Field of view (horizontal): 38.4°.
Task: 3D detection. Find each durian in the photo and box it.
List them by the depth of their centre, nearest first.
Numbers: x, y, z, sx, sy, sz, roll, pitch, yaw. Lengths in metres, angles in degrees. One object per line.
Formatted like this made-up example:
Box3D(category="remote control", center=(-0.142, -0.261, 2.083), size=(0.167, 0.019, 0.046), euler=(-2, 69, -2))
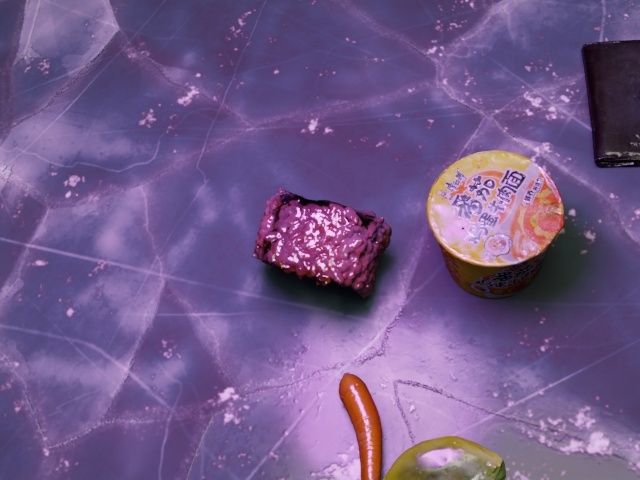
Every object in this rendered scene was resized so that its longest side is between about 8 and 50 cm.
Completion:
Box3D(category="durian", center=(0.211, 0.430, 1.669), size=(0.250, 0.101, 0.139), euler=(-13, 62, 9))

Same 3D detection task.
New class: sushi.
Box3D(category="sushi", center=(0.000, 0.000, 1.862), size=(0.270, 0.236, 0.170), euler=(17, 90, 17))

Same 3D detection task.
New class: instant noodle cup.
Box3D(category="instant noodle cup", center=(0.342, -0.018, 1.831), size=(0.264, 0.200, 0.264), euler=(-4, 61, 7))

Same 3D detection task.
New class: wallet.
Box3D(category="wallet", center=(0.675, -0.306, 2.023), size=(0.173, 0.045, 0.318), euler=(-1, 63, 10))

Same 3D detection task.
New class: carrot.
Box3D(category="carrot", center=(0.088, 0.368, 1.738), size=(0.062, 0.066, 0.271), euler=(-31, 55, 22))
